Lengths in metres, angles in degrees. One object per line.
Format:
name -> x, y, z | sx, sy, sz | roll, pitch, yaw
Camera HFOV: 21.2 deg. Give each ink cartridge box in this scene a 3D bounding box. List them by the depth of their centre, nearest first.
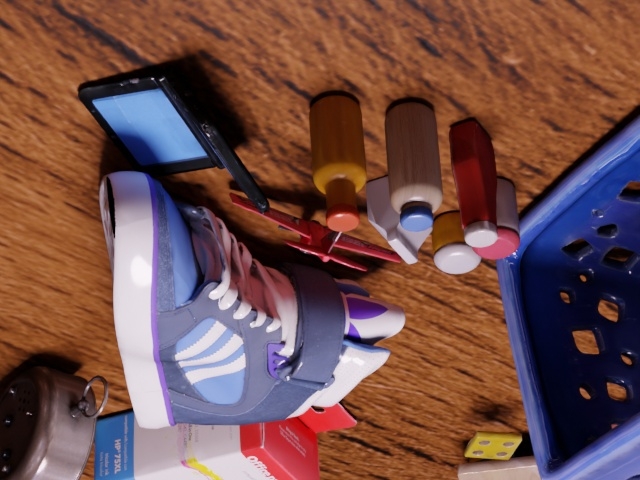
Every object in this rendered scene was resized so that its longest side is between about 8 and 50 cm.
ink cartridge box -> -0.091, 0.210, 1.682 | 0.231, 0.078, 0.134 | -16, 145, 19

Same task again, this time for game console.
game console -> -0.106, -0.065, 1.259 | 0.071, 0.107, 0.122 | -36, 144, -1

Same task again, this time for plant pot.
plant pot -> 0.298, 0.060, 1.339 | 0.212, 0.236, 0.236 | 10, 145, -29

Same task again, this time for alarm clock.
alarm clock -> -0.250, 0.172, 1.564 | 0.064, 0.129, 0.192 | 24, 138, -34

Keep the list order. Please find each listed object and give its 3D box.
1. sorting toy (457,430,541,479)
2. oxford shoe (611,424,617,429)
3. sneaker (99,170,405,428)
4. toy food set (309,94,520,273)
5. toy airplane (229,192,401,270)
sorting toy -> 0.213, 0.239, 1.776 | 0.132, 0.046, 0.274 | -8, 148, 9
oxford shoe -> 0.384, 0.260, 1.779 | 0.146, 0.140, 0.397 | -26, 149, -8
sneaker -> -0.049, 0.041, 1.391 | 0.236, 0.130, 0.323 | -8, 145, -5
toy food set -> 0.085, -0.019, 1.308 | 0.111, 0.104, 0.232 | -17, 145, 21
toy airplane -> 0.000, 0.000, 1.340 | 0.151, 0.028, 0.151 | 20, -179, 0
